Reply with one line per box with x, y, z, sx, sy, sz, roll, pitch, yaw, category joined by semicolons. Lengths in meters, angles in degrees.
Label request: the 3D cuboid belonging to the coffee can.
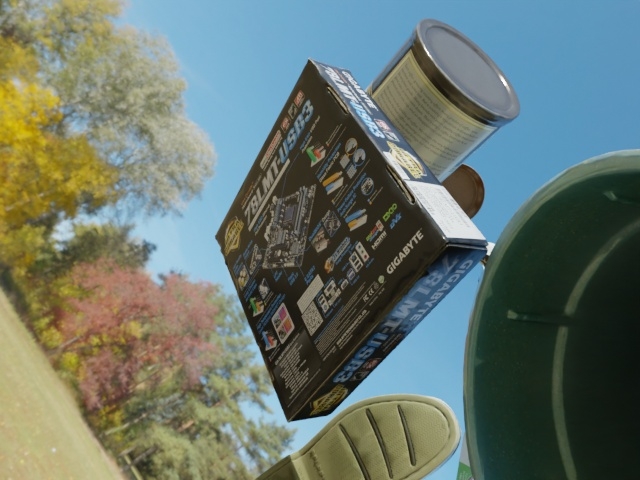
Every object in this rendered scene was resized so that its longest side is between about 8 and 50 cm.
0.147;-0.182;0.890;0.201;0.201;0.275;53;-49;10;coffee can

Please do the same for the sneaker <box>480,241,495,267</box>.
0.287;0.020;0.959;0.109;0.044;0.040;41;-34;46;sneaker

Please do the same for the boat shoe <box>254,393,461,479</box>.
0.047;0.282;0.682;0.103;0.302;0.113;33;31;-49;boat shoe

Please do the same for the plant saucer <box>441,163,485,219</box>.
0.335;-0.120;1.404;0.029;0.168;0.168;-88;156;-73;plant saucer

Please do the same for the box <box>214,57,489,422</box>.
0.000;0.000;0.623;0.295;0.073;0.293;-55;-134;32;box

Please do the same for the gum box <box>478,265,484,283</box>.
0.381;0.115;0.959;0.184;0.157;0.041;7;-55;5;gum box

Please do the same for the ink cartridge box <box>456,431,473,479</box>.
0.364;0.431;0.980;0.212;0.154;0.093;-12;-66;28;ink cartridge box

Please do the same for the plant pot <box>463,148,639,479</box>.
0.331;0.125;0.377;0.341;0.334;0.341;-176;-90;-78;plant pot
